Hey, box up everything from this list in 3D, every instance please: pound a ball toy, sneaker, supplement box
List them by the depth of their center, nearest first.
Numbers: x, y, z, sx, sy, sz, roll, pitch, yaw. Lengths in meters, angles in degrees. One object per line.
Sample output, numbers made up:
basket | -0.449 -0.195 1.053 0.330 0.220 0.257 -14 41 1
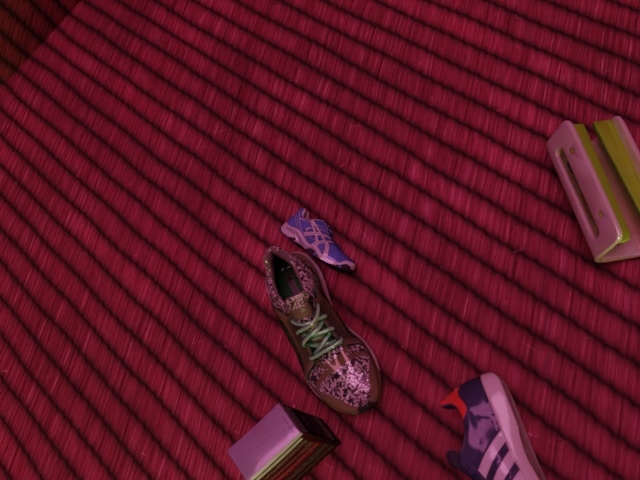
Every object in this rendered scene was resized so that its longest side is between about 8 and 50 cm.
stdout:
sneaker | 0.316 0.420 1.110 0.148 0.131 0.350 -25 57 16
supplement box | -0.061 0.390 1.178 0.130 0.239 0.073 -42 61 -1
pound a ball toy | 0.598 -0.083 1.224 0.208 0.135 0.319 -7 64 -11
sneaker | -0.024 0.174 1.286 0.158 0.182 0.410 -36 62 2
sneaker | 0.000 0.000 1.407 0.211 0.080 0.081 36 87 26
